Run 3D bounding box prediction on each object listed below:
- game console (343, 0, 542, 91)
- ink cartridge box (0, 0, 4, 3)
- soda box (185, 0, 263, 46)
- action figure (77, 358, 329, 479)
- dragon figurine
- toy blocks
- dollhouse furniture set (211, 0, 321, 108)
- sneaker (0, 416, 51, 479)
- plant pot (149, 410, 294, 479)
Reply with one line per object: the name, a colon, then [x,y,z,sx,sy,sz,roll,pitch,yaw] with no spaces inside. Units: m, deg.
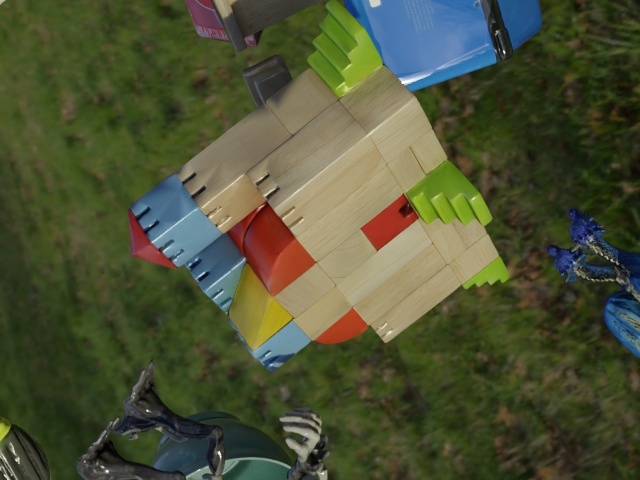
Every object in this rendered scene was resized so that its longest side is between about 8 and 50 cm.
game console: [0.136,-0.353,1.398,0.173,0.250,0.293,-100,-8,-76]
ink cartridge box: [-0.562,-0.269,1.419,0.211,0.289,0.121,17,148,44]
soda box: [-0.120,-0.343,1.313,0.083,0.092,0.263,10,152,15]
action figure: [-0.066,0.225,0.984,0.276,0.164,0.141,32,137,5]
dragon figurine: [0.389,0.079,1.343,0.289,0.144,0.085,52,129,22]
toy blocks: [0.000,0.000,1.042,0.191,0.261,0.381,52,-179,35]
dollhouse furniture set: [-0.005,-0.362,1.152,0.355,0.303,0.174,68,173,-30]
sneaker: [-0.395,0.166,0.847,0.147,0.385,0.145,-169,83,-78]
plant pot: [-0.183,0.422,1.994,0.196,0.293,0.293,-121,32,-52]
